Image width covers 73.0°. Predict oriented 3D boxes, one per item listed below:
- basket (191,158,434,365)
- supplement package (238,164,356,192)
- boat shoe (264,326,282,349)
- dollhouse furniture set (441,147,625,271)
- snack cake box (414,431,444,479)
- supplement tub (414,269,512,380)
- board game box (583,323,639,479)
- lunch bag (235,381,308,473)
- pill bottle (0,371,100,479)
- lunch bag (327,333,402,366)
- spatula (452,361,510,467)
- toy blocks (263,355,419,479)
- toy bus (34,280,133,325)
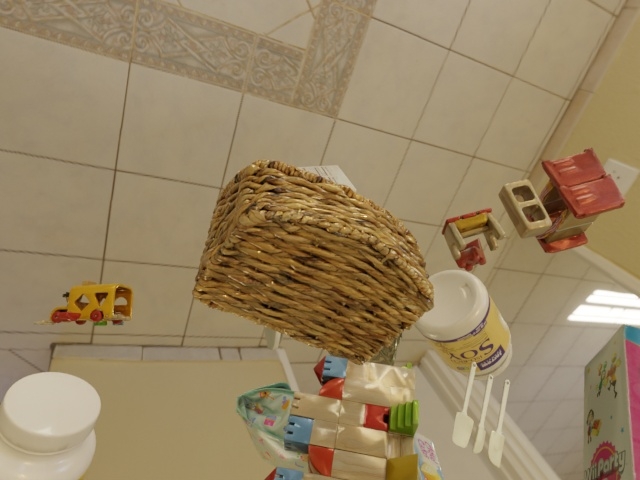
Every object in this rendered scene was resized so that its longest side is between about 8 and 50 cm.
[{"bbox_3d":[0.000,0.000,0.631,0.299,0.223,0.213,27,123,-20],"label":"basket"},{"bbox_3d":[-0.064,-0.060,1.078,0.262,0.198,0.199,-5,118,-10],"label":"supplement package"},{"bbox_3d":[-0.111,0.208,1.255,0.070,0.077,0.220,8,87,-31],"label":"boat shoe"},{"bbox_3d":[0.450,-0.053,0.997,0.374,0.152,0.201,-14,153,-1],"label":"dollhouse furniture set"},{"bbox_3d":[0.257,0.672,1.197,0.089,0.264,0.152,30,101,-3],"label":"snack cake box"},{"bbox_3d":[0.456,0.276,1.375,0.241,0.241,0.331,-38,124,4],"label":"supplement tub"},{"bbox_3d":[0.335,0.239,0.323,0.224,0.303,0.098,14,139,17],"label":"board game box"},{"bbox_3d":[-0.078,0.482,1.104,0.262,0.160,0.223,10,138,18],"label":"lunch bag"},{"bbox_3d":[-0.508,0.402,0.740,0.187,0.188,0.334,22,105,-31],"label":"pill bottle"},{"bbox_3d":[0.106,0.286,1.467,0.235,0.169,0.287,-10,126,35],"label":"lunch bag"},{"bbox_3d":[0.452,0.471,1.199,0.168,0.242,0.019,29,150,-6],"label":"spatula"},{"bbox_3d":[0.046,0.382,0.848,0.260,0.381,0.191,8,133,7],"label":"toy blocks"},{"bbox_3d":[-0.567,0.152,1.061,0.202,0.191,0.105,11,72,-38],"label":"toy bus"}]
